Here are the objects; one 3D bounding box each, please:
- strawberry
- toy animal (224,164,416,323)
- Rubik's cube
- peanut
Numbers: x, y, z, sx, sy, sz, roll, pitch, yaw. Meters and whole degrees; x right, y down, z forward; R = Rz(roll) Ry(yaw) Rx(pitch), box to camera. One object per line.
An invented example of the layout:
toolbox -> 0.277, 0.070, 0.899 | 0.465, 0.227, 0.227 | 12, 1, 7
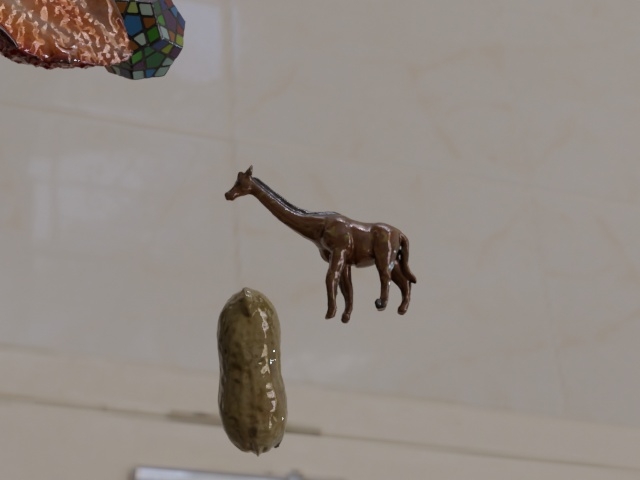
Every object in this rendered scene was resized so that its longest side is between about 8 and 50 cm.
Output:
strawberry -> -0.270, -0.227, 1.421 | 0.082, 0.187, 0.146 | -36, -155, 60
toy animal -> 0.000, 0.000, 1.847 | 0.066, 0.224, 0.230 | 96, -16, -65
Rubik's cube -> -0.248, -0.281, 1.955 | 0.112, 0.133, 0.133 | 39, 59, -87
peanut -> -0.091, 0.166, 1.835 | 0.099, 0.099, 0.214 | -174, -103, -71
